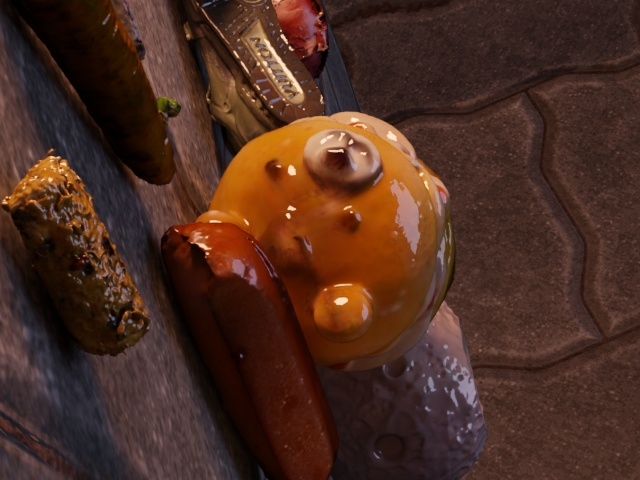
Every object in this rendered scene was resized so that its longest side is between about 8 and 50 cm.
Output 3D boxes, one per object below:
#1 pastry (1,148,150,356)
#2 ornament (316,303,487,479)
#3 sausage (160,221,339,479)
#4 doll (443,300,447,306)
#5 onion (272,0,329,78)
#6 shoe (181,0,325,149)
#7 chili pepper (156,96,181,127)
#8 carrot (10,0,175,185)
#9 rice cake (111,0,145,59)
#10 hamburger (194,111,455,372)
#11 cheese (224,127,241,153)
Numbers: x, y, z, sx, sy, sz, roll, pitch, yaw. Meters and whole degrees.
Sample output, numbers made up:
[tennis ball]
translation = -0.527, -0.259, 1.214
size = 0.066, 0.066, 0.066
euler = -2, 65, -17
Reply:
[pastry]
translation = -0.155, 0.015, 0.816
size = 0.080, 0.056, 0.140
euler = -107, 173, -67
[ornament]
translation = 0.083, 0.193, 1.587
size = 0.259, 0.225, 0.259
euler = -15, 90, -84
[sausage]
translation = -0.058, 0.111, 1.188
size = 0.102, 0.102, 0.330
euler = -96, 168, -53
[doll]
translation = 0.067, 0.007, 1.885
size = 0.284, 0.240, 0.310
euler = -16, -108, 57
[onion]
translation = -0.078, -0.259, 1.641
size = 0.147, 0.184, 0.184
euler = -42, 125, -40
[shoe]
translation = -0.109, -0.210, 1.534
size = 0.293, 0.109, 0.149
euler = 59, -38, 21
[chili pepper]
translation = -0.154, -0.129, 1.264
size = 0.027, 0.022, 0.083
euler = 40, 14, -7
[carrot]
translation = -0.170, -0.128, 0.990
size = 0.314, 0.066, 0.066
euler = 70, 8, -56
[rice cake]
translation = -0.198, -0.252, 1.123
size = 0.033, 0.033, 0.208
euler = -114, -174, -69
[hamburger]
translation = 0.000, 0.000, 1.304
size = 0.237, 0.276, 0.276
euler = -3, 78, -72
[cheese]
translation = -0.094, -0.137, 1.669
size = 0.162, 0.036, 0.086
euler = 56, 17, -69
